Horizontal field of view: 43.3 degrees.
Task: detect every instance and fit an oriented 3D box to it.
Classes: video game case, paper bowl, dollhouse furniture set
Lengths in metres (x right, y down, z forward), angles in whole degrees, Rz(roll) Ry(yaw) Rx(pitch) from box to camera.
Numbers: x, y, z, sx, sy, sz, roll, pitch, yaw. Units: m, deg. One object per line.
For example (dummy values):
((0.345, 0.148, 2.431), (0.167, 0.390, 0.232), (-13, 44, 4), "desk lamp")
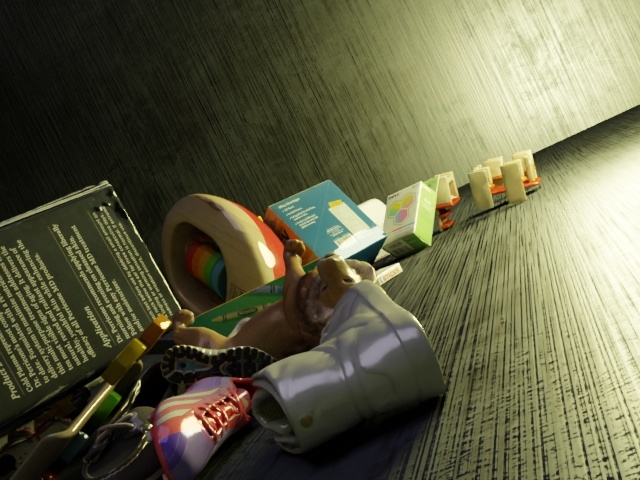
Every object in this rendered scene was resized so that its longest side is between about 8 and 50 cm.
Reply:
((-0.381, 0.233, 1.864), (0.275, 0.035, 0.248), (0, -1, -8), "video game case")
((0.096, -0.010, 2.165), (0.284, 0.148, 0.284), (-27, 2, 1), "paper bowl")
((0.406, -0.118, 1.971), (0.259, 0.135, 0.262), (-12, 8, 23), "dollhouse furniture set")

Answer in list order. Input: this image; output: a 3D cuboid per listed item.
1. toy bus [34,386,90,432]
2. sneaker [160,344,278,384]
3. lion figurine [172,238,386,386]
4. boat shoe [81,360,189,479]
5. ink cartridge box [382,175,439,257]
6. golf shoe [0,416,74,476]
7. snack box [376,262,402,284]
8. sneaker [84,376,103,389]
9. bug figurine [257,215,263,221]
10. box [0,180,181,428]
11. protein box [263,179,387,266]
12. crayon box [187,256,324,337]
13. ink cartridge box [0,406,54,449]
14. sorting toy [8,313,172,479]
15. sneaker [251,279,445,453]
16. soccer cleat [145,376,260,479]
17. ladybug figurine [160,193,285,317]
((-0.665, 0.381, 1.873), (0.211, 0.149, 0.220), (-39, 8, -10), "toy bus")
((-0.124, 0.168, 1.062), (0.162, 0.063, 0.073), (10, -11, 3), "sneaker")
((-0.075, 0.136, 1.166), (0.392, 0.142, 0.240), (-40, 29, 18), "lion figurine")
((-0.230, 0.231, 1.001), (0.112, 0.095, 0.335), (-25, 2, 5), "boat shoe")
((0.211, -0.070, 1.902), (0.109, 0.062, 0.209), (-24, 42, 43), "ink cartridge box")
((-0.473, 0.356, 1.366), (0.186, 0.067, 0.086), (-22, 33, 29), "golf shoe")
((0.083, 0.092, 1.585), (0.178, 0.022, 0.064), (-28, 4, -41), "snack box")
((-0.690, 0.394, 2.243), (0.292, 0.110, 0.118), (-34, 12, -9), "sneaker")
((-0.118, 0.084, 1.990), (0.216, 0.279, 0.072), (-42, 42, -12), "bug figurine")
((-0.576, 0.180, 1.408), (0.472, 0.297, 0.480), (-27, -3, -40), "box")
((0.000, 0.000, 1.825), (0.200, 0.201, 0.136), (-27, -27, -39), "protein box")
((-0.085, 0.129, 1.412), (0.279, 0.081, 0.165), (-25, -12, 7), "crayon box")
((-0.676, 0.436, 1.567), (0.333, 0.065, 0.165), (-29, 4, -35), "ink cartridge box")
((-0.301, 0.237, 1.032), (0.307, 0.041, 0.229), (-49, 1, 21), "sorting toy")
((0.003, 0.123, 0.816), (0.169, 0.108, 0.292), (-23, 4, -6), "sneaker")
((-0.123, 0.197, 0.894), (0.095, 0.083, 0.248), (-21, 0, 3), "soccer cleat")
((-0.195, 0.056, 1.763), (0.162, 0.304, 0.449), (-8, 27, -36), "ladybug figurine")
